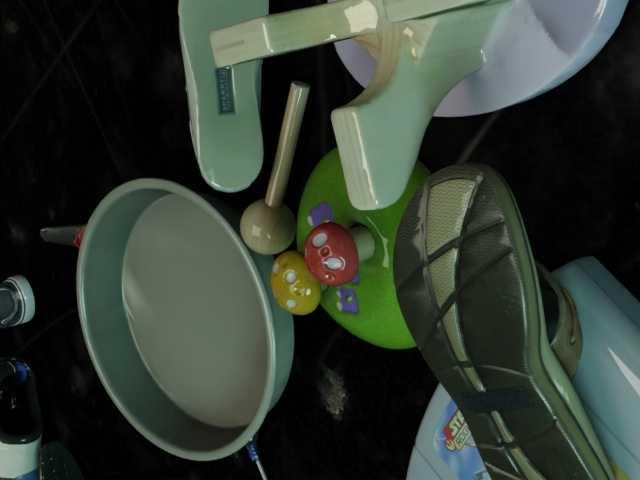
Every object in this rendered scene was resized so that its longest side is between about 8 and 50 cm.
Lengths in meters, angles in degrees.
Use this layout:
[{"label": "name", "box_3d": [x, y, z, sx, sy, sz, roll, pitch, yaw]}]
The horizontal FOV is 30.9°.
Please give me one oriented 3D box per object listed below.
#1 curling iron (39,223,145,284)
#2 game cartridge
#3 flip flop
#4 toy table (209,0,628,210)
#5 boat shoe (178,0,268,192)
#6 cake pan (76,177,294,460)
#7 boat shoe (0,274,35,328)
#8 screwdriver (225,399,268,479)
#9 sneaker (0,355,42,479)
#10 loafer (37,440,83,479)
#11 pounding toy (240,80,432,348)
[{"label": "curling iron", "box_3d": [-0.267, 0.009, 1.362, 0.274, 0.035, 0.068, 11, 113, 48]}, {"label": "game cartridge", "box_3d": [0.171, 0.162, 0.872, 0.198, 0.062, 0.297, 46, 136, 23]}, {"label": "flip flop", "box_3d": [0.136, 0.072, 0.782, 0.112, 0.080, 0.277, -10, 111, 48]}, {"label": "toy table", "box_3d": [0.056, -0.159, 0.794, 0.274, 0.161, 0.252, -22, 87, 52]}, {"label": "boat shoe", "box_3d": [-0.091, -0.157, 1.039, 0.081, 0.079, 0.227, -164, 72, -74]}, {"label": "cake pan", "box_3d": [-0.138, 0.077, 1.182, 0.293, 0.054, 0.293, 13, 110, 38]}, {"label": "boat shoe", "box_3d": [-0.461, 0.100, 1.601, 0.183, 0.083, 0.065, -25, 85, 52]}, {"label": "screwdriver", "box_3d": [-0.064, 0.245, 1.219, 0.024, 0.025, 0.170, -20, 88, 53]}, {"label": "sneaker", "box_3d": [-0.488, 0.220, 1.669, 0.315, 0.127, 0.182, 37, 127, 28]}, {"label": "loafer", "box_3d": [-0.360, 0.358, 1.605, 0.061, 0.062, 0.170, -1, 103, 56]}, {"label": "pounding toy", "box_3d": [0.000, 0.000, 0.968, 0.237, 0.110, 0.183, 41, 133, 33]}]
